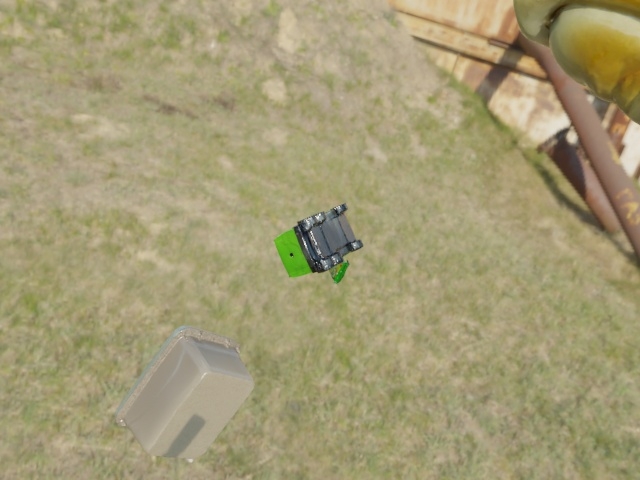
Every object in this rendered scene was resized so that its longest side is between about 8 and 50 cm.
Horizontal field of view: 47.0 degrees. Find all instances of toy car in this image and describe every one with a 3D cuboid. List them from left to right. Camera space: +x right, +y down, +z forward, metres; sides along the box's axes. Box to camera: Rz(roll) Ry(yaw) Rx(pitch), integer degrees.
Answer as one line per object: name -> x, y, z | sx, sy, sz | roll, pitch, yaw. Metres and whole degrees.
toy car -> 0.000, 0.000, 0.966 | 0.062, 0.071, 0.165 | -22, 3, 24

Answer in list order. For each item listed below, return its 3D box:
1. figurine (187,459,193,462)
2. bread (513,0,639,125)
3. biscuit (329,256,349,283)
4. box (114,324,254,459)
figurine -> -0.200, 0.261, 1.135 | 0.081, 0.146, 0.098 | 26, -20, -19
bread -> 0.469, -0.272, 0.996 | 0.424, 0.245, 0.329 | 41, -2, 19
biscuit -> 0.026, 0.036, 1.202 | 0.016, 0.046, 0.089 | 22, 20, -22
box -> -0.126, 0.150, 0.705 | 0.089, 0.122, 0.062 | 27, 12, -49
